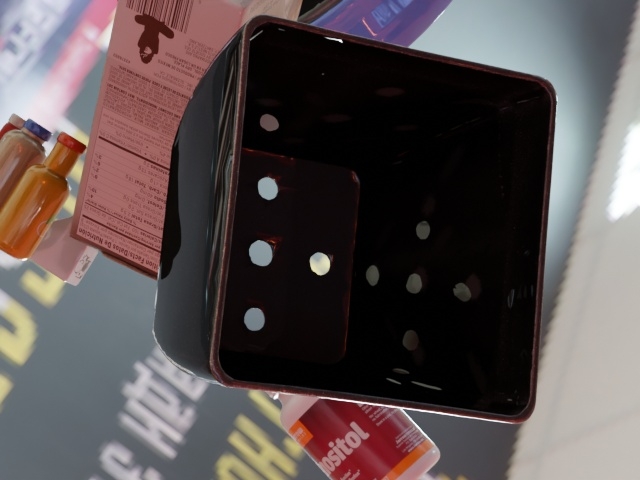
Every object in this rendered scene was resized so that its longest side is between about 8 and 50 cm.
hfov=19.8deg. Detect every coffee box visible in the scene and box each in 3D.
[{"bbox_3d":[-0.097,-0.111,1.370,0.141,0.098,0.246,-51,162,-53],"label":"coffee box"}]

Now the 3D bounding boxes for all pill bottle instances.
[{"bbox_3d":[0.022,0.155,1.560,0.086,0.152,0.086,-42,170,-9],"label":"pill bottle"}]

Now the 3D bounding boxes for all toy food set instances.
[{"bbox_3d":[-0.232,-0.039,1.537,0.104,0.111,0.232,-57,169,-2],"label":"toy food set"}]

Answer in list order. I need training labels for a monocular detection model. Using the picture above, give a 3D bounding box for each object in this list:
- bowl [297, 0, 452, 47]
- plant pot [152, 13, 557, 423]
[{"bbox_3d":[-0.011,-0.290,1.731,0.391,0.077,0.391,-24,-136,25],"label":"bowl"},{"bbox_3d":[0.000,0.000,1.009,0.167,0.188,0.187,-13,-110,61],"label":"plant pot"}]
